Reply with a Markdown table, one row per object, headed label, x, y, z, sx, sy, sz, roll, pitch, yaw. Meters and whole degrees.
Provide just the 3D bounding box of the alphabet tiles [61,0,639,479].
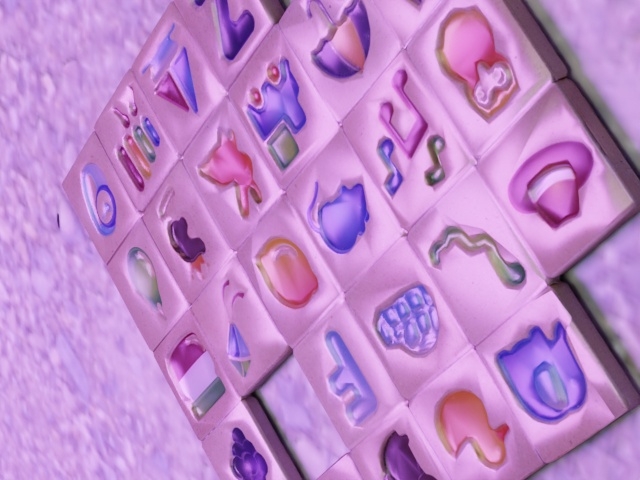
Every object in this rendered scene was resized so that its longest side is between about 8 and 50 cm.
| label | x | y | z | sx | sy | sz | roll | pitch | yaw |
| --- | --- | --- | --- | --- | --- | --- | --- | --- | --- |
| alphabet tiles | 0.000 | 0.000 | 0.470 | 0.198 | 0.009 | 0.237 | 60 | 140 | 15 |
